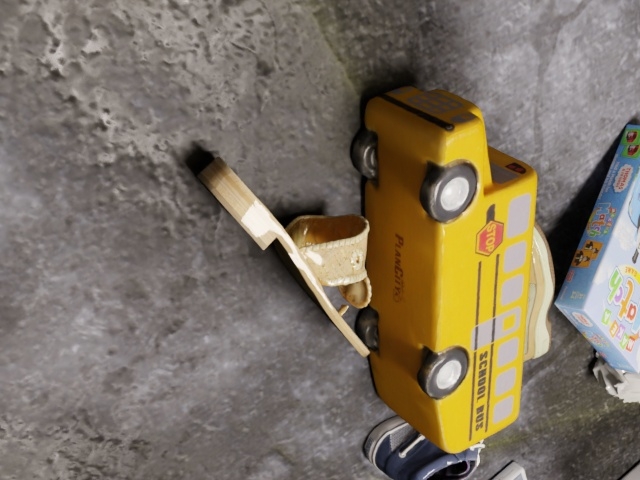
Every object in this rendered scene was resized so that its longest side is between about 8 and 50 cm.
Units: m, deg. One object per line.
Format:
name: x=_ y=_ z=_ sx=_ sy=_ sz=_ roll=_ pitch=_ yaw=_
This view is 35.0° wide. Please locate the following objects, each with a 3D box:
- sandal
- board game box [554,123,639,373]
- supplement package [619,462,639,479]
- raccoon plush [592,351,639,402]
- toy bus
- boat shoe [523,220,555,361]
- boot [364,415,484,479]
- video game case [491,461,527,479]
sandal: x=0.003 y=0.003 z=0.820 sx=0.079 sy=0.088 sz=0.240 roll=-43 pitch=127 yaw=-2
board game box: x=0.327 y=0.011 z=1.064 sx=0.160 sy=0.039 sz=0.212 roll=41 pitch=70 yaw=-43
supplement package: x=0.426 y=0.440 z=1.319 sx=0.293 sy=0.175 sz=0.178 roll=-35 pitch=128 yaw=-17
raccoon plush: x=0.540 y=0.169 z=1.311 sx=0.446 sy=0.216 sz=0.299 roll=-3 pitch=140 yaw=-1
toy bus: x=0.113 y=0.028 z=0.902 sx=0.130 sy=0.108 sz=0.333 roll=-20 pitch=124 yaw=-28
boat shoe: x=0.188 y=0.056 z=1.008 sx=0.072 sy=0.068 sz=0.190 roll=-22 pitch=126 yaw=-12
boot: x=0.145 y=0.202 z=1.036 sx=0.190 sy=0.086 sz=0.069 roll=-22 pitch=125 yaw=-26
video game case: x=0.191 y=0.375 z=1.211 sx=0.173 sy=0.022 sz=0.190 roll=-36 pitch=130 yaw=-17
